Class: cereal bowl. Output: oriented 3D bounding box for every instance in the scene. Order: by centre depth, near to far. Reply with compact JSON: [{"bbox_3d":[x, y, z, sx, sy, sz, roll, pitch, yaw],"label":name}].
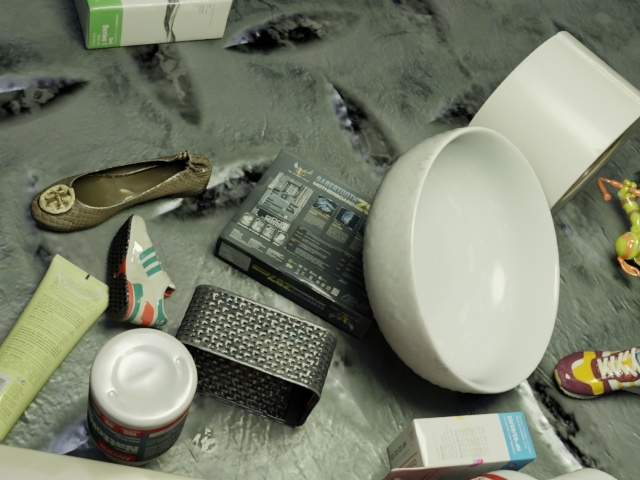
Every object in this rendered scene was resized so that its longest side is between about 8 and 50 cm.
[{"bbox_3d":[0.167,0.028,1.109,0.339,0.141,0.339,8,79,-47],"label":"cereal bowl"}]

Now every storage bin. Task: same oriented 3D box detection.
[{"bbox_3d":[-0.083,0.139,1.022,0.180,0.122,0.084,20,55,-4],"label":"storage bin"}]

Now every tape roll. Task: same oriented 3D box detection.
[{"bbox_3d":[0.343,-0.161,1.268,0.169,0.246,0.246,44,57,14],"label":"tape roll"}]

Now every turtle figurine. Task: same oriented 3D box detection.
[{"bbox_3d":[0.527,0.022,1.302,0.217,0.087,0.269,3,49,-24],"label":"turtle figurine"}]

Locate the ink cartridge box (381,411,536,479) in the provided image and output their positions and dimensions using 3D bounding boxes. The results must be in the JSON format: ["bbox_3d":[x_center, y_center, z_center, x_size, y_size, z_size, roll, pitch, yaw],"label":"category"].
[{"bbox_3d":[0.150,0.256,1.028,0.181,0.104,0.061,0,58,-17],"label":"ink cartridge box"}]

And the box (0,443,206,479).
[{"bbox_3d":[-0.264,0.281,0.886,0.275,0.113,0.094,11,57,-8],"label":"box"}]

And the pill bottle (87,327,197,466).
[{"bbox_3d":[-0.197,0.180,0.927,0.108,0.180,0.108,8,57,-12],"label":"pill bottle"}]

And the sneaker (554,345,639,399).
[{"bbox_3d":[0.413,0.173,1.172,0.185,0.084,0.069,0,59,-17],"label":"sneaker"}]

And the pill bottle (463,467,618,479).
[{"bbox_3d":[0.141,0.372,0.876,0.408,0.229,0.229,-11,62,-23],"label":"pill bottle"}]

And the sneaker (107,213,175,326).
[{"bbox_3d":[-0.225,0.042,1.093,0.075,0.057,0.161,22,42,-34],"label":"sneaker"}]

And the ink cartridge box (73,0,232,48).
[{"bbox_3d":[-0.265,-0.390,1.323,0.219,0.092,0.160,-9,62,-22],"label":"ink cartridge box"}]

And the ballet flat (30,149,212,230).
[{"bbox_3d":[-0.261,-0.075,1.144,0.250,0.058,0.084,-15,63,-24],"label":"ballet flat"}]

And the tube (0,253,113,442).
[{"bbox_3d":[-0.331,0.125,1.002,0.062,0.070,0.240,0,44,28],"label":"tube"}]

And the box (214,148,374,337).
[{"bbox_3d":[0.000,0.000,1.174,0.233,0.059,0.183,29,56,3],"label":"box"}]
